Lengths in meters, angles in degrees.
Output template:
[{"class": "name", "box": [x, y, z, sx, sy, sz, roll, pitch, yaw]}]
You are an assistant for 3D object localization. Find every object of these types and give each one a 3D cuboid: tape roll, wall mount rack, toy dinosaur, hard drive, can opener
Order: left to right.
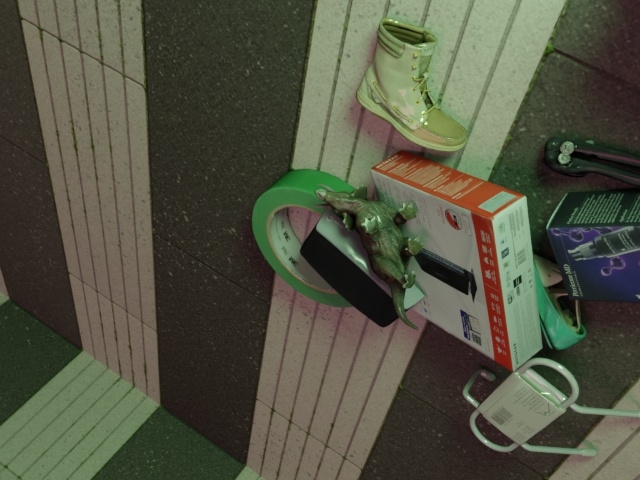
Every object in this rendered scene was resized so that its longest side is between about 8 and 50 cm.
[{"class": "tape roll", "box": [0.000, 0.000, 1.597, 0.321, 0.077, 0.321, 24, 139, 22]}, {"class": "hard drive", "box": [0.073, 0.064, 1.471, 0.255, 0.054, 0.172, 42, 151, 3]}, {"class": "toy dinosaur", "box": [0.121, 0.009, 1.337, 0.313, 0.121, 0.160, 56, 171, -8]}, {"class": "wall mount rack", "box": [0.463, 0.334, 1.477, 0.304, 0.130, 0.350, 39, 143, 11]}, {"class": "can opener", "box": [0.433, -0.121, 1.127, 0.186, 0.073, 0.059, 13, 95, 28]}]

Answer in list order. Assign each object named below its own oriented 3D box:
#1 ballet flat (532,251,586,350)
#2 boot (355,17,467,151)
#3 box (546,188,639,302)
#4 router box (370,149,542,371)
[{"class": "ballet flat", "box": [0.413, 0.090, 1.331, 0.087, 0.083, 0.247, -24, 110, 25]}, {"class": "boot", "box": [0.166, -0.254, 1.208, 0.213, 0.077, 0.165, 35, 140, 15]}, {"class": "box", "box": [0.484, 0.009, 1.151, 0.207, 0.108, 0.153, -3, 124, 42]}, {"class": "router box", "box": [0.245, 0.032, 1.328, 0.301, 0.082, 0.335, 30, 145, 49]}]
